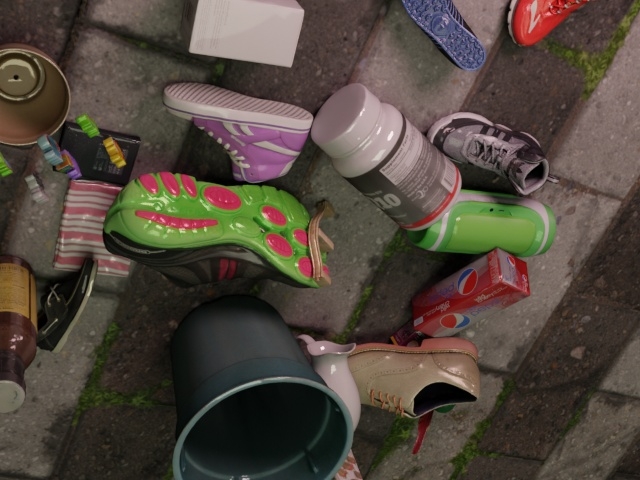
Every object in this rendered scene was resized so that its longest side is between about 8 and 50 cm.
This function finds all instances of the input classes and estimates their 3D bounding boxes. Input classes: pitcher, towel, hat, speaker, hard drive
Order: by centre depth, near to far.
[{"bbox_3d":[-0.397,-0.153,1.626,0.135,0.022,0.094,11,117,-25],"label":"hard drive"},{"bbox_3d":[-0.410,-0.018,1.702,0.144,0.029,0.197,7,118,-22],"label":"towel"},{"bbox_3d":[0.332,-0.034,1.894,0.296,0.131,0.131,4,119,-22],"label":"speaker"},{"bbox_3d":[0.005,0.309,1.944,0.125,0.177,0.207,-12,106,-36],"label":"pitcher"},{"bbox_3d":[0.294,0.366,2.093,0.173,0.183,0.209,19,113,-29],"label":"hat"}]

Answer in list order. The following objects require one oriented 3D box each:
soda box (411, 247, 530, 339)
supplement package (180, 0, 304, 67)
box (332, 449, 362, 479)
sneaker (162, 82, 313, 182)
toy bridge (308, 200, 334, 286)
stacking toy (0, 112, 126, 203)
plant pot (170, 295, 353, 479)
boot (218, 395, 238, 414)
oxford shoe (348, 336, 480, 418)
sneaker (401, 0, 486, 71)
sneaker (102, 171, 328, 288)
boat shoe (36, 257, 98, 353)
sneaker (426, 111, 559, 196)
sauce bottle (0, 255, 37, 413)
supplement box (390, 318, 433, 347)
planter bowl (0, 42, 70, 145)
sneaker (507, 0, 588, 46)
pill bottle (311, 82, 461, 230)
[{"bbox_3d":[0.314,0.119,1.938,0.092,0.084,0.263,25,140,-30],"label":"soda box"},{"bbox_3d":[-0.133,-0.367,1.535,0.179,0.105,0.105,4,119,-21],"label":"supplement package"},{"bbox_3d":[0.036,0.488,1.993,0.063,0.324,0.067,6,119,-19],"label":"box"},{"bbox_3d":[-0.162,-0.181,1.646,0.282,0.102,0.161,11,119,-25],"label":"sneaker"},{"bbox_3d":[0.000,0.000,1.762,0.026,0.188,0.063,-16,139,24],"label":"toy bridge"},{"bbox_3d":[-0.429,-0.141,1.507,0.167,0.052,0.221,-26,166,-2],"label":"stacking toy"},{"bbox_3d":[-0.146,0.301,1.807,0.341,0.334,0.341,-9,123,-13],"label":"plant pot"},{"bbox_3d":[-0.152,0.454,2.054,0.248,0.090,0.207,21,121,-18],"label":"boot"},{"bbox_3d":[0.153,0.313,1.999,0.396,0.147,0.140,-12,134,9],"label":"oxford shoe"},{"bbox_3d":[0.210,-0.402,1.656,0.081,0.090,0.232,-37,104,7],"label":"sneaker"},{"bbox_3d":[-0.188,-0.004,1.727,0.482,0.185,0.202,17,148,-35],"label":"sneaker"},{"bbox_3d":[-0.486,0.120,1.723,0.079,0.084,0.233,27,120,-20],"label":"boat shoe"},{"bbox_3d":[0.347,-0.168,1.797,0.268,0.153,0.101,10,117,-24],"label":"sneaker"},{"bbox_3d":[-0.543,0.156,1.572,0.111,0.344,0.111,-7,122,-12],"label":"sauce bottle"},{"bbox_3d":[0.208,0.216,2.056,0.083,0.043,0.055,-44,124,10],"label":"supplement box"},{"bbox_3d":[-0.490,-0.250,1.480,0.162,0.109,0.162,-9,124,-14],"label":"planter bowl"},{"bbox_3d":[0.460,-0.464,1.673,0.279,0.118,0.107,-45,123,11],"label":"sneaker"},{"bbox_3d":[0.122,-0.155,1.722,0.161,0.161,0.283,-45,124,11],"label":"pill bottle"}]
